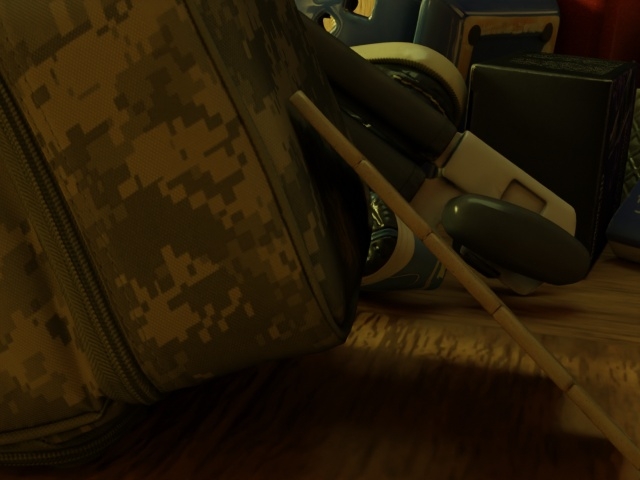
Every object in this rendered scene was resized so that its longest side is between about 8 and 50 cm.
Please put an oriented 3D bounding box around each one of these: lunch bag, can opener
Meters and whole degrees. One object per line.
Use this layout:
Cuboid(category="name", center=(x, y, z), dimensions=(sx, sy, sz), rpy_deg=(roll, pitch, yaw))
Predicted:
Cuboid(category="lunch bag", center=(-0.123, -0.028, 0.608), dimensions=(0.256, 0.213, 0.305), rpy_deg=(-20, 12, 9))
Cuboid(category="can opener", center=(0.063, -0.063, 0.823), dimensions=(0.283, 0.076, 0.095), rpy_deg=(35, -10, -10))

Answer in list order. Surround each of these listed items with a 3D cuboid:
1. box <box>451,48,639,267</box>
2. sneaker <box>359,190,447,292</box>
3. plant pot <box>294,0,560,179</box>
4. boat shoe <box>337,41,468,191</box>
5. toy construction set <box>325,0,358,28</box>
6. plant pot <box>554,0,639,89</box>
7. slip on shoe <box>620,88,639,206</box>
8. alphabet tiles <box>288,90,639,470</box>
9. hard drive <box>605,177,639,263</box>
Cuboid(category="box", center=(0.187, -0.070, 1.002), dimensions=(0.108, 0.153, 0.207), rpy_deg=(9, 15, 18))
Cuboid(category="sneaker", center=(0.000, 0.000, 0.855), dimensions=(0.081, 0.080, 0.211), rpy_deg=(24, -2, -38))
Cuboid(category="plant pot", center=(0.091, -0.161, 1.201), dimensions=(0.212, 0.236, 0.236), rpy_deg=(23, 23, 36))
Cuboid(category="boat shoe", center=(-0.049, -0.067, 0.987), dimensions=(0.340, 0.127, 0.113), rpy_deg=(-3, 47, 30))
Cuboid(category="toy construction set", center=(0.141, -0.204, 1.571), dimensions=(0.257, 0.237, 0.308), rpy_deg=(-22, -21, 33))
Cuboid(category="plant pot", center=(0.273, -0.191, 1.351), dimensions=(0.267, 0.236, 0.267), rpy_deg=(-8, 19, -42))
Cuboid(category="slip on shoe", center=(0.349, -0.053, 1.087), dimensions=(0.101, 0.123, 0.331), rpy_deg=(14, 7, -40))
Cuboid(category="alphabet tiles", center=(0.077, 0.023, 0.587), dimensions=(0.198, 0.009, 0.237), rpy_deg=(47, 5, 11))
Cuboid(category="hard drive", center=(0.396, -0.038, 0.897), dimensions=(0.318, 0.040, 0.210), rpy_deg=(19, 64, 46))
